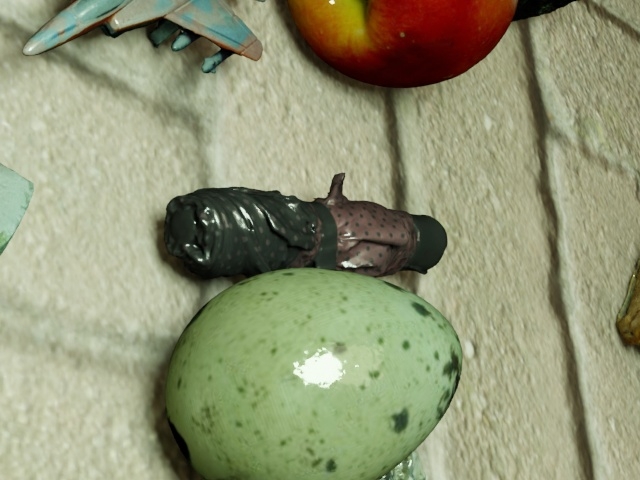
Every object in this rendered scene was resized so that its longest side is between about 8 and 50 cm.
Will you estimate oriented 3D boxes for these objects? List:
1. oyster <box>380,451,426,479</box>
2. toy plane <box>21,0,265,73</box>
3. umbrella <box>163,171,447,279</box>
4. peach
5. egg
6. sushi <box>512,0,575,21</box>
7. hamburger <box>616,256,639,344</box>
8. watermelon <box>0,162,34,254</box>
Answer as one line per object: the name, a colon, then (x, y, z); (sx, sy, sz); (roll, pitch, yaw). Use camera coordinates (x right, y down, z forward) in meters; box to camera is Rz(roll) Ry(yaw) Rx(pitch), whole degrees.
oyster: (0.044, 0.226, 1.173); (0.199, 0.087, 0.252); (45, 52, -19)
toy plane: (-0.157, -0.205, 1.186); (0.223, 0.104, 0.326); (53, 42, -9)
umbrella: (0.000, 0.000, 1.241); (0.326, 0.090, 0.094); (5, 42, -47)
peach: (0.074, -0.258, 1.401); (0.243, 0.199, 0.243); (29, 37, -24)
egg: (-0.002, 0.104, 1.077); (0.228, 0.177, 0.177); (-15, 76, -14)
sushi: (0.184, -0.405, 1.643); (0.350, 0.171, 0.211); (44, 42, -19)
hamburger: (0.456, 0.070, 1.618); (0.211, 0.260, 0.245); (32, 0, -11)
watermelon: (-0.297, -0.072, 0.965); (0.241, 0.094, 0.154); (45, 33, -15)
